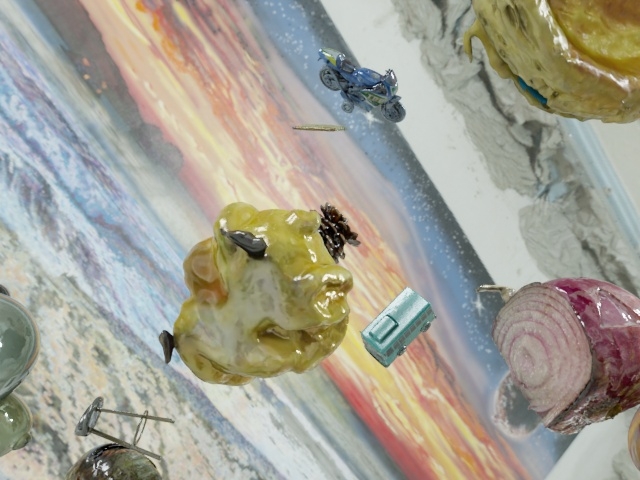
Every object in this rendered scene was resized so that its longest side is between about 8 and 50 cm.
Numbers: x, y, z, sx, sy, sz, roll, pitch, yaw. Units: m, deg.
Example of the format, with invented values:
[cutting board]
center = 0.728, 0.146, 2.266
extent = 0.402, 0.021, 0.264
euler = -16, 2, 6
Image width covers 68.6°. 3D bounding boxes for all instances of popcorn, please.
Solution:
[popcorn]
center = -0.097, 0.081, 0.788
extent = 0.316, 0.281, 0.297
euler = -23, -94, 28

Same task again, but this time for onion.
[onion]
center = 0.452, 0.185, 0.802
extent = 0.256, 0.231, 0.272
euler = 130, -37, -61

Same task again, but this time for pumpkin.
[pumpkin]
center = -0.593, 0.742, 1.354
extent = 0.321, 0.192, 0.320
euler = 6, -74, 21

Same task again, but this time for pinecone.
[pinecone]
center = 0.000, 0.001, 1.417
extent = 0.185, 0.212, 0.169
euler = 45, 2, 31

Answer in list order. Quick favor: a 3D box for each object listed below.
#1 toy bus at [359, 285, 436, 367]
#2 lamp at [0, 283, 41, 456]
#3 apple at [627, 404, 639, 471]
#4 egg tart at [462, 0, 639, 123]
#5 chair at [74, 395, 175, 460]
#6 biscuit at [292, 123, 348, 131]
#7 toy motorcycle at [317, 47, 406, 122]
[toy bus]
center = 0.163, 0.184, 1.002
extent = 0.079, 0.160, 0.091
euler = 40, -11, 38
[lamp]
center = -0.493, 0.188, 0.660
extent = 0.198, 0.198, 0.243
euler = 21, -60, 55
[apple]
center = 0.611, 0.329, 0.756
extent = 0.196, 0.196, 0.196
euler = 44, -20, 20
[egg tart]
center = 0.342, -0.338, 0.584
extent = 0.387, 0.388, 0.169
euler = 57, -2, -18
[chair]
center = -0.462, 0.427, 1.106
extent = 0.222, 0.104, 0.095
euler = 13, -58, -3
[biscuit]
center = 0.005, -0.342, 1.425
extent = 0.144, 0.203, 0.016
euler = 6, -74, 14
[toy motorcycle]
center = 0.103, -0.381, 1.141
extent = 0.255, 0.092, 0.135
euler = 30, -28, 8
